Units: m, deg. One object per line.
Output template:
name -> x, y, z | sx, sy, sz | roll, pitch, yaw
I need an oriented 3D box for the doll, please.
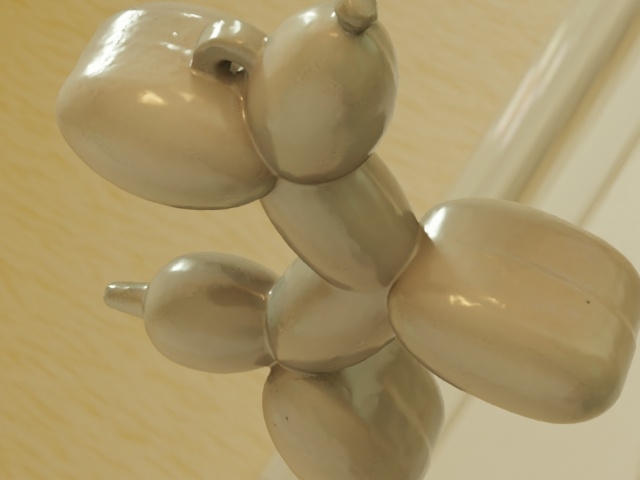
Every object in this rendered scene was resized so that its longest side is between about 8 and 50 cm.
doll -> 0.000, 0.000, 0.482 | 0.161, 0.160, 0.059 | -39, 20, 50
